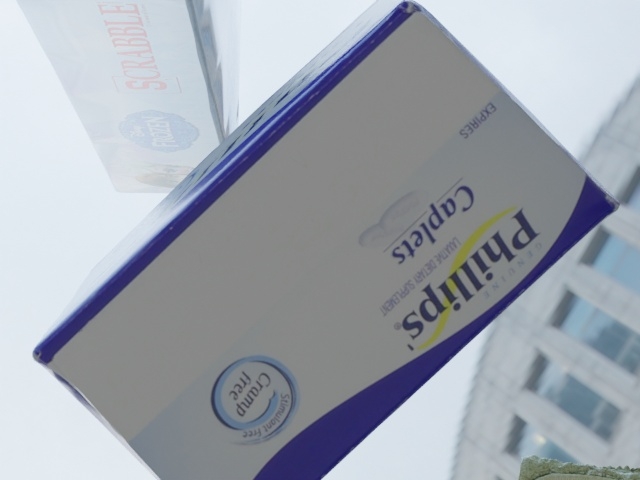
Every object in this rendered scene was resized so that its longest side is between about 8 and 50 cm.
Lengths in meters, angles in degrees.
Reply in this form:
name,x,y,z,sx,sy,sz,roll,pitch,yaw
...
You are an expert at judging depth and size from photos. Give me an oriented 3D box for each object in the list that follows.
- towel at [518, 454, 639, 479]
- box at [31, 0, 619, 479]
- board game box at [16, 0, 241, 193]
name,x,y,z,sx,sy,sz,roll,pitch,yaw
towel,0.166,0.166,0.915,0.148,0.027,0.110,5,-74,5
box,0.000,0.000,0.484,0.126,0.137,0.072,-43,-83,5
board game box,-0.070,-0.207,0.777,0.066,0.319,0.318,1,-101,1
